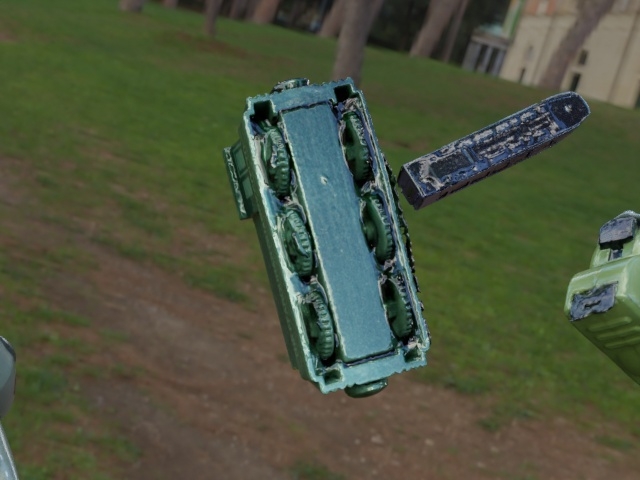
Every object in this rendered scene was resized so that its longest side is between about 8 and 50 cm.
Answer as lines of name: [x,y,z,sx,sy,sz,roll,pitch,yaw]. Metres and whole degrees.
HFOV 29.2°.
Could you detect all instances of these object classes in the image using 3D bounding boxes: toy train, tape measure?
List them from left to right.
toy train: [0.000,0.000,1.269,0.138,0.330,0.178,-13,-4,-19]
toy train: [0.069,-0.035,0.479,0.017,0.083,0.017,58,-20,19]
tape measure: [0.339,0.061,1.232,0.200,0.175,0.106,40,-40,-26]

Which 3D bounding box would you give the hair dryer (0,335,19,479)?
hair dryer: [-0.298,0.135,1.050,0.092,0.229,0.267,-20,38,-14]
